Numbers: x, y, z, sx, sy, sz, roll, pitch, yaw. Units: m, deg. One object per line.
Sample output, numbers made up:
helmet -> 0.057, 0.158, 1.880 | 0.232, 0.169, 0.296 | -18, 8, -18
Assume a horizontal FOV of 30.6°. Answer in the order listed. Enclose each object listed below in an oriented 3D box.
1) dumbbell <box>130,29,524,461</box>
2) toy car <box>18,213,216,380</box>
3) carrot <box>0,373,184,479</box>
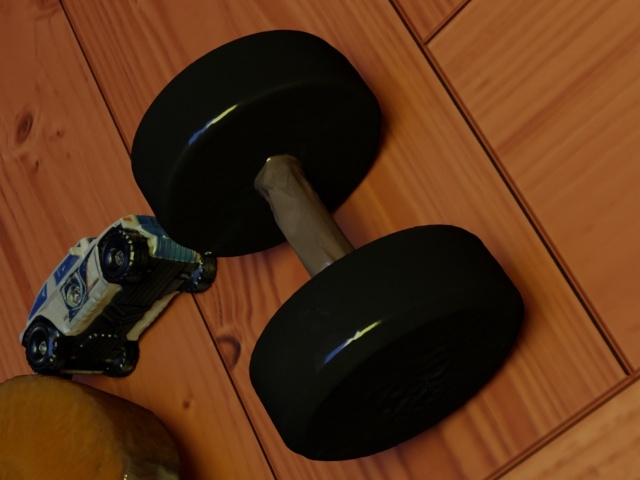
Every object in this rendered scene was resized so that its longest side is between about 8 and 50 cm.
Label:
dumbbell -> 0.000, 0.000, 0.678 | 0.152, 0.152, 0.218 | -48, 57, 25
toy car -> -0.156, 0.043, 0.851 | 0.171, 0.080, 0.070 | -46, 56, 27
carrot -> -0.202, 0.228, 0.820 | 0.307, 0.100, 0.258 | -38, 51, 37
